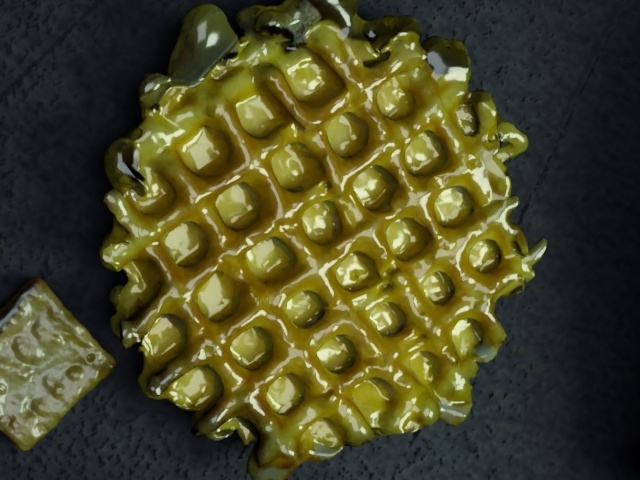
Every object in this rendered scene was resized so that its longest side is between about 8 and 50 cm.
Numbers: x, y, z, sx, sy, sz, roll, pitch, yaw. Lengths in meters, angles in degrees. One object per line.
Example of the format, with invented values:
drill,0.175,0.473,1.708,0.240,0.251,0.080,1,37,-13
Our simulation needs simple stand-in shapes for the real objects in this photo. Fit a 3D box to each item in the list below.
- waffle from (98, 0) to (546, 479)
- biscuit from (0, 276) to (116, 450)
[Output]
waffle,0.000,-0.011,1.131,0.329,0.062,0.329,-2,96,-19
biscuit,-0.180,0.077,1.096,0.083,0.018,0.081,-45,109,-10
